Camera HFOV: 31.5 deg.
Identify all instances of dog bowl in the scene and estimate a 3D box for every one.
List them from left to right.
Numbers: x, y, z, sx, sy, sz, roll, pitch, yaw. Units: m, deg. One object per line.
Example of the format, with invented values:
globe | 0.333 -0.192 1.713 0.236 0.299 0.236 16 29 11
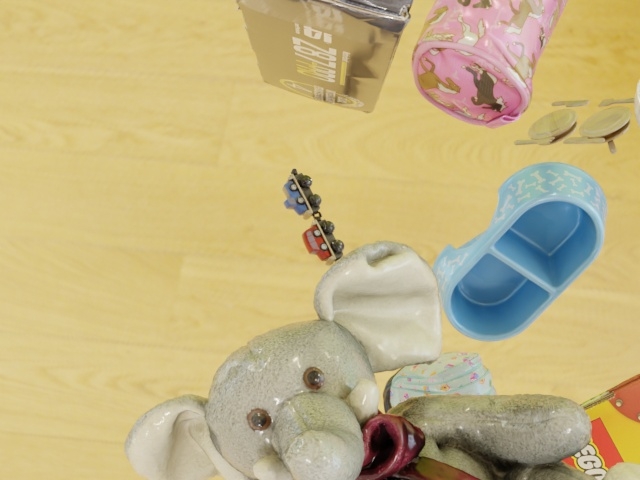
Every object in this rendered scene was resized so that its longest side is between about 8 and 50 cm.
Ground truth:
dog bowl | 0.282 0.027 1.609 0.166 0.074 0.297 32 117 -16

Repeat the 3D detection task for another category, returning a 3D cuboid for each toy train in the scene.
toy train | 0.000 0.000 1.152 0.036 0.027 0.158 -24 80 -14

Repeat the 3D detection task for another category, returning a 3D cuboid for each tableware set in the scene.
tableware set | 0.427 -0.180 1.861 0.128 0.194 0.039 -44 118 -27

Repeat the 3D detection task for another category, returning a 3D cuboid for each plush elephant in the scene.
plush elephant | 0.029 0.156 0.774 0.272 0.330 0.255 -47 113 0

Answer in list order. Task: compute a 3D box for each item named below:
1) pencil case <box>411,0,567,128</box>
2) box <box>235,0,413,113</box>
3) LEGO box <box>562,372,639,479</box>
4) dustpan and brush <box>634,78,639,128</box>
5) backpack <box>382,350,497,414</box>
pencil case | 0.249 -0.326 1.461 0.167 0.160 0.386 19 63 17
box | 0.049 -0.290 0.653 0.097 0.318 0.395 16 88 1
LEGO box | 0.298 0.443 1.183 0.372 0.193 0.500 -24 69 -4
dustpan and brush | 0.515 -0.163 1.668 0.147 0.060 0.211 29 55 9
backpack | 0.193 0.237 1.791 0.152 0.182 0.115 -30 102 -28
